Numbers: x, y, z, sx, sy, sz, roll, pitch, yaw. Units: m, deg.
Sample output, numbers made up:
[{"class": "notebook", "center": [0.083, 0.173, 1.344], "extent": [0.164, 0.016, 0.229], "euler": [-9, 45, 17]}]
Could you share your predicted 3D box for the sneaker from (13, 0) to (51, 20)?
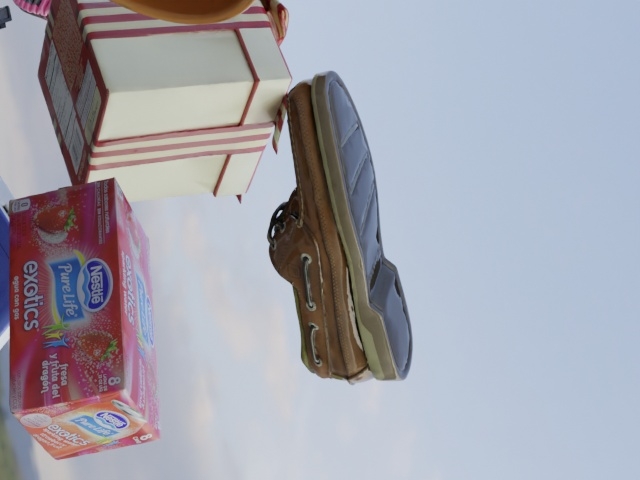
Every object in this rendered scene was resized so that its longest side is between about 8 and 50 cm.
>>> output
[{"class": "sneaker", "center": [-0.372, -0.316, 2.022], "extent": [0.047, 0.119, 0.057], "euler": [-62, 168, -19]}]

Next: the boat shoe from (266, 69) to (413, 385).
[{"class": "boat shoe", "center": [0.000, 0.000, 1.315], "extent": [0.111, 0.104, 0.307], "euler": [-59, 140, -60]}]

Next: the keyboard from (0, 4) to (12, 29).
[{"class": "keyboard", "center": [-0.400, -0.208, 1.553], "extent": [0.180, 0.108, 0.023], "euler": [-13, -73, 36]}]

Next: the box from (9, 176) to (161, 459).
[{"class": "box", "center": [-0.244, 0.080, 1.515], "extent": [0.128, 0.122, 0.257], "euler": [69, 11, -57]}]

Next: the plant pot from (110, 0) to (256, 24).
[{"class": "plant pot", "center": [-0.127, -0.357, 1.248], "extent": [0.203, 0.291, 0.291], "euler": [-60, 177, -28]}]

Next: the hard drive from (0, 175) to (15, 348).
[{"class": "hard drive", "center": [-0.492, 0.063, 1.983], "extent": [0.319, 0.040, 0.210], "euler": [-47, -111, 32]}]

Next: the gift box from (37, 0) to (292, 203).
[{"class": "gift box", "center": [-0.177, -0.178, 1.767], "extent": [0.276, 0.258, 0.255], "euler": [69, -27, 24]}]
